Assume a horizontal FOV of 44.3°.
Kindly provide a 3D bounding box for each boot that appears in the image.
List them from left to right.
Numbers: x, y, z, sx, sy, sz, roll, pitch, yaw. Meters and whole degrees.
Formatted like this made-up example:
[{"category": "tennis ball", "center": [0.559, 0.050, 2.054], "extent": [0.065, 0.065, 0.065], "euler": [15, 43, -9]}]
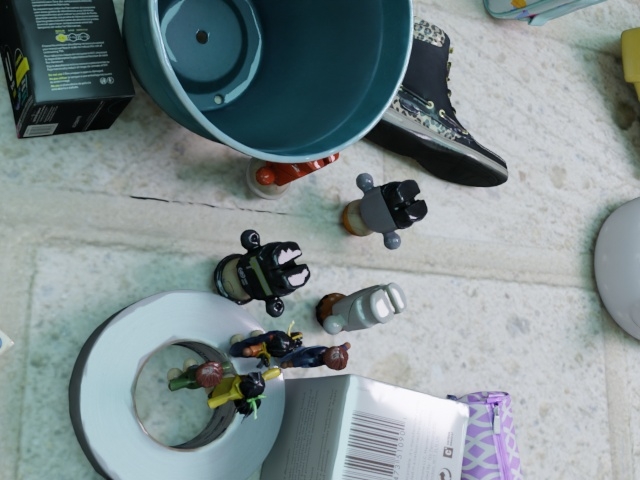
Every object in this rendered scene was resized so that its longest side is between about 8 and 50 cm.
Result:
[{"category": "boot", "center": [0.168, -0.186, 1.063], "extent": [0.236, 0.085, 0.178], "euler": [22, 68, -21]}]

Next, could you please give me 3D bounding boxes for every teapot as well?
[{"category": "teapot", "center": [0.550, 0.032, 1.156], "extent": [0.253, 0.187, 0.256], "euler": [6, 76, -26]}]

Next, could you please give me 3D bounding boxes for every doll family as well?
[{"category": "doll family", "center": [-0.057, 0.125, 0.786], "extent": [0.193, 0.111, 0.076], "euler": [-27, 93, -29]}]

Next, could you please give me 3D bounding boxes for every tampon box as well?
[{"category": "tampon box", "center": [-0.273, -0.203, 0.818], "extent": [0.101, 0.120, 0.161], "euler": [-12, 85, -29]}]

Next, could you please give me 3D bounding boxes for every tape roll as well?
[{"category": "tape roll", "center": [-0.151, 0.164, 0.835], "extent": [0.219, 0.072, 0.219], "euler": [6, 76, -26]}]

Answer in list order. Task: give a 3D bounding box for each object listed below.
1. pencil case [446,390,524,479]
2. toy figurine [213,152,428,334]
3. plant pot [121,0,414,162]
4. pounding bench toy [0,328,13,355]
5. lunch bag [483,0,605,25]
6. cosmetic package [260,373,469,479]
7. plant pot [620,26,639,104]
[{"category": "pencil case", "center": [0.221, 0.289, 0.992], "extent": [0.086, 0.088, 0.206], "euler": [-9, 85, -26]}, {"category": "toy figurine", "center": [0.000, 0.000, 0.912], "extent": [0.209, 0.148, 0.213], "euler": [22, 68, -28]}, {"category": "plant pot", "center": [-0.087, -0.224, 0.822], "extent": [0.272, 0.255, 0.271], "euler": [-5, 101, -30]}, {"category": "pounding bench toy", "center": [-0.346, 0.089, 0.754], "extent": [0.083, 0.065, 0.052], "euler": [48, 63, -11]}, {"category": "lunch bag", "center": [0.341, -0.425, 1.093], "extent": [0.108, 0.279, 0.224], "euler": [-11, 96, -28]}, {"category": "cosmetic package", "center": [0.041, 0.237, 0.855], "extent": [0.151, 0.184, 0.151], "euler": [18, 72, -22]}, {"category": "plant pot", "center": [0.608, -0.225, 1.218], "extent": [0.254, 0.254, 0.239], "euler": [-13, 100, -29]}]
